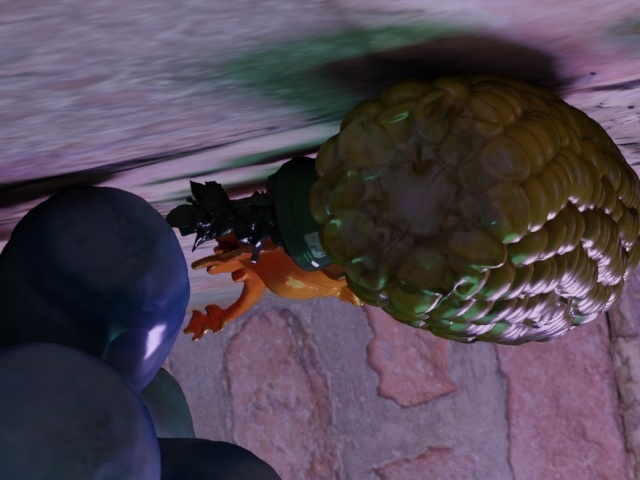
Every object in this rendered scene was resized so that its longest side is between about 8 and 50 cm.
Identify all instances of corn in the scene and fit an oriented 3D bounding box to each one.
[{"bbox_3d":[0.069,-0.010,0.699,0.101,0.101,0.310,-11,174,9],"label":"corn"}]

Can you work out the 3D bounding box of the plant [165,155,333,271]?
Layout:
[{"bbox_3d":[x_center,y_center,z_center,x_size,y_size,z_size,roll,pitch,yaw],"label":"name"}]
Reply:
[{"bbox_3d":[-0.016,-0.010,0.814,0.102,0.051,0.051,-7,179,23],"label":"plant"}]

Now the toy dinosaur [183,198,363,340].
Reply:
[{"bbox_3d":[0.000,0.000,0.919,0.288,0.070,0.117,-19,162,40],"label":"toy dinosaur"}]

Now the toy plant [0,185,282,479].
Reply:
[{"bbox_3d":[-0.137,0.095,0.787,0.247,0.247,0.332,-10,173,-17],"label":"toy plant"}]
